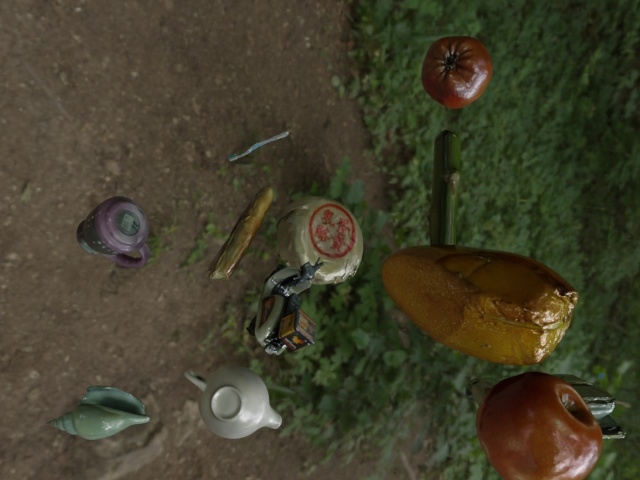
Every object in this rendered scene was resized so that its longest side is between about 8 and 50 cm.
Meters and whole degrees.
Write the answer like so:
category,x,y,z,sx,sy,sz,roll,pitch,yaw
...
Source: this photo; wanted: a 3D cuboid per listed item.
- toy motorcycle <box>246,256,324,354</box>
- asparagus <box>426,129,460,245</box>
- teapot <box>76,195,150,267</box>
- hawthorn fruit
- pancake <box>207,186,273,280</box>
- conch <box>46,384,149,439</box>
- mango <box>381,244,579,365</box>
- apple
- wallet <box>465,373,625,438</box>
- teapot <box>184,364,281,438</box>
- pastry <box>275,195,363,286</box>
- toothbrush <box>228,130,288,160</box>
category,x,y,z,sx,sy,sz,roll,pitch,yaw
toy motorcycle,-0.075,0.136,1.241,0.091,0.157,0.263,46,30,-29
asparagus,0.268,-0.105,1.214,0.060,0.067,0.278,28,65,-49
teapot,-0.427,-0.016,1.174,0.148,0.146,0.116,29,56,-44
hawthorn fruit,0.236,-0.294,0.994,0.140,0.125,0.125,-126,-136,-86
pancake,-0.207,0.010,1.386,0.244,0.057,0.266,-48,-167,51
conch,-0.393,0.305,0.994,0.065,0.180,0.088,96,-13,-66
mango,0.266,0.101,1.015,0.199,0.350,0.201,36,76,-52
apple,0.298,0.259,0.771,0.139,0.163,0.163,-39,-170,24
wallet,0.413,0.307,1.079,0.309,0.223,0.077,20,58,-84
teapot,-0.188,0.325,1.154,0.145,0.226,0.092,-59,166,-9
pastry,0.002,0.001,1.545,0.133,0.264,0.265,-16,-122,55
toothbrush,-0.151,-0.229,1.371,0.014,0.162,0.017,49,21,-71
